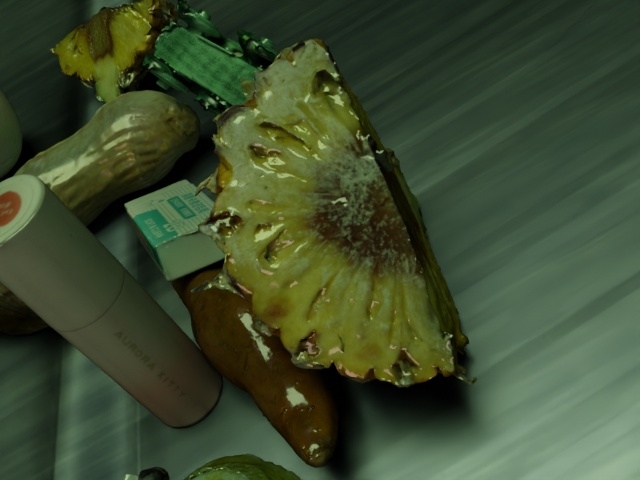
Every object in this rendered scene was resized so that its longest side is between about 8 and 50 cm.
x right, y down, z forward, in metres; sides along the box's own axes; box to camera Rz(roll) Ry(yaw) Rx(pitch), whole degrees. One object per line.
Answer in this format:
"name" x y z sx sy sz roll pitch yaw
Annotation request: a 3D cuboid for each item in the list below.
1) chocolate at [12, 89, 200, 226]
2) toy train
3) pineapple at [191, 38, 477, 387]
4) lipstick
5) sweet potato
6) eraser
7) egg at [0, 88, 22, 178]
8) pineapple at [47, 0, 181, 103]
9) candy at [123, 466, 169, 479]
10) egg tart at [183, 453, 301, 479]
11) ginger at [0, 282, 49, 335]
"chocolate" -0.315 -0.111 1.136 0.309 0.134 0.134 -32 45 1
"toy train" -0.105 -0.209 1.061 0.301 0.202 0.120 35 97 43
"pineapple" 0.001 0.000 0.816 0.208 0.286 0.344 -23 88 9
"lipstick" -0.208 0.074 0.777 0.087 0.327 0.087 -14 48 16
"sweet potato" -0.069 0.098 0.838 0.112 0.112 0.359 -43 45 -12
"eraser" -0.174 -0.018 0.973 0.095 0.052 0.225 -24 23 -15
"egg" -0.586 -0.166 1.310 0.271 0.161 0.207 -29 70 51
"pineapple" -0.310 -0.298 1.333 0.249 0.139 0.164 -23 85 30
"candy" -0.240 0.298 0.779 0.226 0.094 0.051 -39 81 0
"egg tart" -0.093 0.279 0.718 0.197 0.078 0.197 -17 45 17
"ginger" -0.419 0.034 1.019 0.275 0.221 0.130 -1 61 17
